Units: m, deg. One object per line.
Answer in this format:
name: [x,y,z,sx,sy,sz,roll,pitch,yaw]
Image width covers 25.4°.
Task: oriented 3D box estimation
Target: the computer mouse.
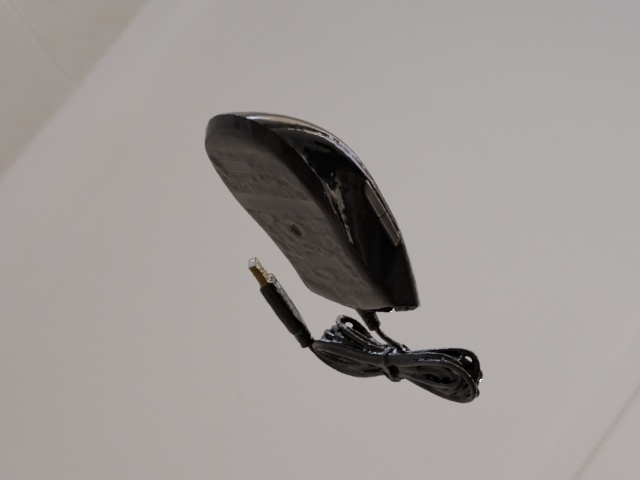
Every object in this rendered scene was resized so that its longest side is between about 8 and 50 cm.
computer mouse: [0.000,0.000,0.956,0.060,0.262,0.184,-51,-152,-23]
